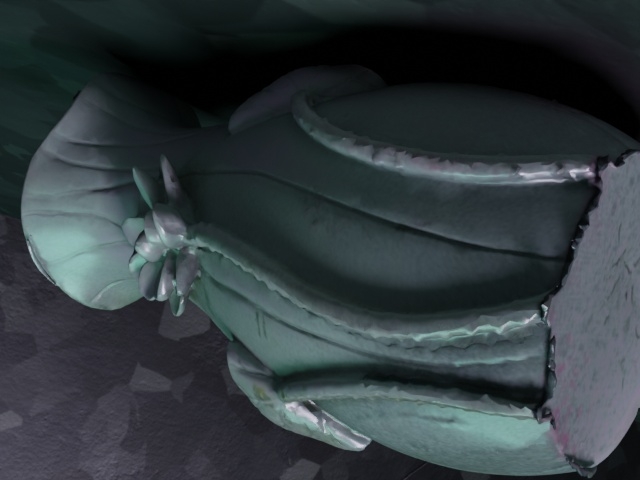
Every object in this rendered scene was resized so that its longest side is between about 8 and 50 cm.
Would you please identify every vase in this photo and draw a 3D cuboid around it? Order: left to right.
[{"bbox_3d":[0.000,0.000,0.723,0.446,0.249,0.250,13,170,37],"label":"vase"}]
